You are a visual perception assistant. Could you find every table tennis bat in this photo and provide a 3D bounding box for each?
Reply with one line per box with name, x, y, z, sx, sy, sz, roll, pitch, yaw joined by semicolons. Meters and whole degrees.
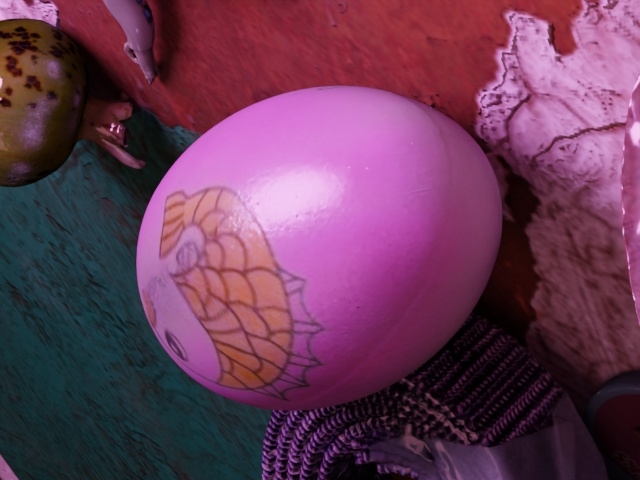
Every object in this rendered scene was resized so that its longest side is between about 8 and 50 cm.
table tennis bat;0.229;0.167;1.203;0.153;0.040;0.244;42;150;7

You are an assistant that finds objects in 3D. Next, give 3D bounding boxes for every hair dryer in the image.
hair dryer;-0.096;-0.151;1.134;0.167;0.067;0.199;12;152;34

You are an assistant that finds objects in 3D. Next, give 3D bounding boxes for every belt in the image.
belt;0.087;0.194;1.263;0.260;0.122;0.325;16;129;32

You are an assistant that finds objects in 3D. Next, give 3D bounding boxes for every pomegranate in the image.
pomegranate;-0.197;-0.094;1.280;0.161;0.122;0.122;16;155;-11

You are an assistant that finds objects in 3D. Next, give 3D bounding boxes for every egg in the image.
egg;0.000;0.000;1.081;0.196;0.196;0.271;44;136;-6

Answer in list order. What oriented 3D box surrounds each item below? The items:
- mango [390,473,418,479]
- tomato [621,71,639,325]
mango;0.043;0.153;1.383;0.187;0.066;0.101;-2;123;45
tomato;0.279;-0.017;0.643;0.338;0.338;0.143;26;179;26
